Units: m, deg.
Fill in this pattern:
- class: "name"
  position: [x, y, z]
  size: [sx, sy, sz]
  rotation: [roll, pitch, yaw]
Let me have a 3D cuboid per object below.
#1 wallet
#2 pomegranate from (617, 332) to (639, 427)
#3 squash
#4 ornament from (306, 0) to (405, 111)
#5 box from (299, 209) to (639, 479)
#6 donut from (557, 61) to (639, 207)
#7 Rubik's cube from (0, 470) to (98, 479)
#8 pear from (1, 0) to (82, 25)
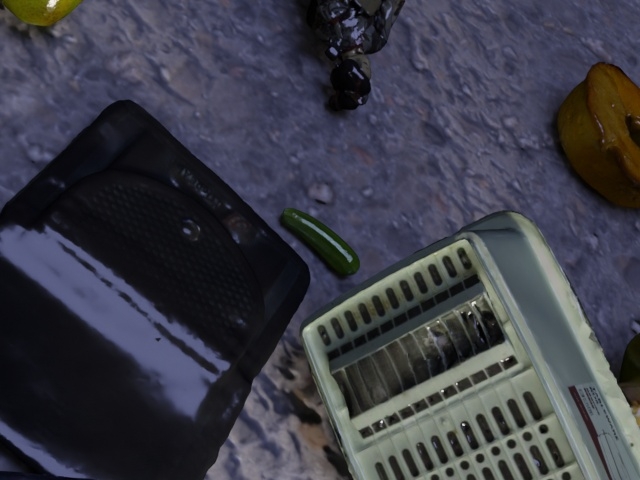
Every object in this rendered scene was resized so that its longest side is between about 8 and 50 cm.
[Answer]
- class: "wallet"
  position: [-0.145, 0.049, 0.864]
  size: [0.247, 0.041, 0.323]
  rotation: [41, 47, -7]
- class: "pomegranate"
  position: [0.386, 0.172, 1.077]
  size: [0.341, 0.260, 0.260]
  rotation: [-8, 64, -8]
- class: "squash"
  position: [0.001, -0.001, 1.019]
  size: [0.089, 0.027, 0.027]
  rotation: [43, 45, -7]
- class: "ornament"
  position: [0.032, -0.232, 1.126]
  size: [0.166, 0.153, 0.196]
  rotation: [5, 69, -36]
- class: "box"
  position: [0.129, 0.139, 0.896]
  size: [0.166, 0.221, 0.290]
  rotation: [7, 56, -61]
- class: "donut"
  position: [0.364, -0.120, 1.354]
  size: [0.190, 0.075, 0.174]
  rotation: [24, 49, -30]
- class: "Rubik's cube"
  position: [-0.148, 0.282, 0.516]
  size: [0.307, 0.305, 0.310]
  rotation: [14, 55, -32]
- class: "pear"
  position: [-0.240, -0.229, 0.939]
  size: [0.092, 0.092, 0.097]
  rotation: [14, 71, -31]
